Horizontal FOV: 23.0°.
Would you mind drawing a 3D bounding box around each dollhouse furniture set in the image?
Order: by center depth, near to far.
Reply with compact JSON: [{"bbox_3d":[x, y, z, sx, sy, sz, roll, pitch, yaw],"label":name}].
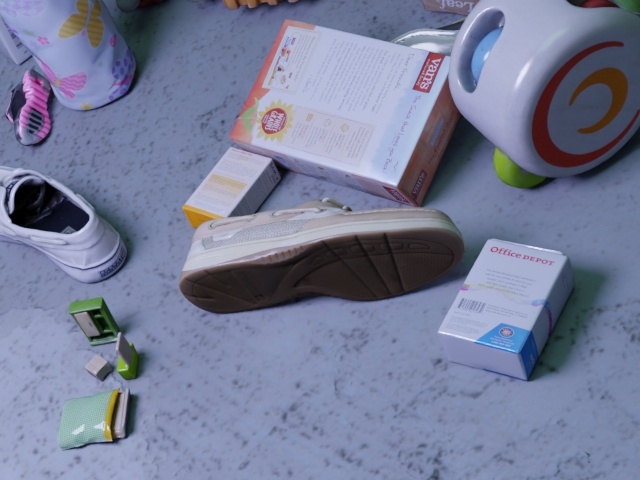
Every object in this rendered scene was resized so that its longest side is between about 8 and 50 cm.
[{"bbox_3d":[-0.234,0.135,1.615,0.076,0.058,0.152,-10,47,14],"label":"dollhouse furniture set"}]

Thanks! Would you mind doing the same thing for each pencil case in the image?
[{"bbox_3d":[-0.321,-0.272,1.869,0.124,0.273,0.113,19,66,32],"label":"pencil case"}]

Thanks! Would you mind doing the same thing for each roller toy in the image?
[{"bbox_3d":[0.238,-0.177,1.615,0.209,0.191,0.146,-33,46,-9],"label":"roller toy"}]

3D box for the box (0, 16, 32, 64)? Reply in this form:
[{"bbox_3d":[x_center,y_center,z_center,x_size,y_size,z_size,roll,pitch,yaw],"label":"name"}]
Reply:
[{"bbox_3d":[-0.394,-0.306,2.044,0.102,0.101,0.087,-40,47,-17],"label":"box"}]

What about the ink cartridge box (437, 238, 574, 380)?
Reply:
[{"bbox_3d":[0.181,0.065,1.519,0.088,0.052,0.122,13,57,30],"label":"ink cartridge box"}]

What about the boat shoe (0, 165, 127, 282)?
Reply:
[{"bbox_3d":[-0.332,-0.038,1.788,0.096,0.088,0.267,-44,49,-18],"label":"boat shoe"}]

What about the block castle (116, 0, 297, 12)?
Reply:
[{"bbox_3d":[-0.092,-0.443,1.910,0.453,0.303,0.213,-6,50,19],"label":"block castle"}]

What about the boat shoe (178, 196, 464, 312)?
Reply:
[{"bbox_3d":[0.000,0.000,1.614,0.302,0.109,0.098,-10,48,21],"label":"boat shoe"}]

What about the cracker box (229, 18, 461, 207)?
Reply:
[{"bbox_3d":[0.033,-0.142,1.724,0.232,0.067,0.156,18,77,34],"label":"cracker box"}]

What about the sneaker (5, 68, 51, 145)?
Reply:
[{"bbox_3d":[-0.367,-0.156,1.948,0.057,0.047,0.119,-30,41,26],"label":"sneaker"}]

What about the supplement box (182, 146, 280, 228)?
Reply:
[{"bbox_3d":[-0.098,-0.052,1.745,0.062,0.036,0.098,18,59,34],"label":"supplement box"}]

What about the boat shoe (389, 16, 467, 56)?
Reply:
[{"bbox_3d":[0.163,-0.208,1.761,0.227,0.081,0.068,-14,1,24],"label":"boat shoe"}]

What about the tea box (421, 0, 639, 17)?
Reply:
[{"bbox_3d":[0.264,-0.423,1.733,0.329,0.323,0.220,11,54,30],"label":"tea box"}]
